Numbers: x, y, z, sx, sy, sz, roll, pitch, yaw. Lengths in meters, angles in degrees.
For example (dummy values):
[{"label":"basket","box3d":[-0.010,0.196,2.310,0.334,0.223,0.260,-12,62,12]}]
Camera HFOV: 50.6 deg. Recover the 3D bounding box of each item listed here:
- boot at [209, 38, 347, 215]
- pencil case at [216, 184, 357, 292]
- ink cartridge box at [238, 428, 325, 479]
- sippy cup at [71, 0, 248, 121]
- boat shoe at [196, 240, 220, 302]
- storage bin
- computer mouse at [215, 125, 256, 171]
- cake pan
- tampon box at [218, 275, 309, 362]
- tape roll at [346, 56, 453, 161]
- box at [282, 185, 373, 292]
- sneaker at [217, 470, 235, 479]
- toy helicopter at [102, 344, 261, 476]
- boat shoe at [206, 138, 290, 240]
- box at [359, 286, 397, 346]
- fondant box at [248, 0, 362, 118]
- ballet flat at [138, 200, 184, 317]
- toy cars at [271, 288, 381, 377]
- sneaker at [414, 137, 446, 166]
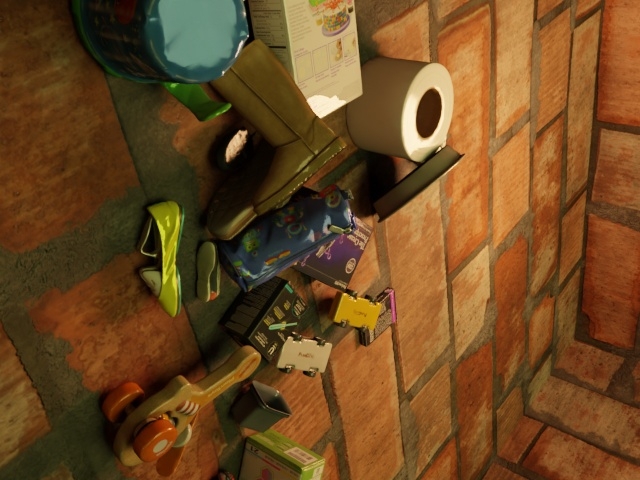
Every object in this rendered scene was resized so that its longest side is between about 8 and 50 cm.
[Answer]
[{"label":"boot","box3d":[-0.115,-0.215,1.308,0.236,0.269,0.089,-42,-179,-12]},{"label":"pencil case","box3d":[-0.063,-0.005,1.429,0.306,0.133,0.119,-28,131,-7]},{"label":"ink cartridge box","box3d":[-0.111,0.634,1.694,0.097,0.189,0.255,0,105,-54]},{"label":"sippy cup","box3d":[-0.232,-0.341,1.041,0.306,0.224,0.240,23,97,-42]},{"label":"boat shoe","box3d":[-0.229,0.063,1.413,0.043,0.049,0.136,-20,123,-51]},{"label":"storage bin","box3d":[-0.150,0.405,1.640,0.091,0.098,0.135,-42,143,6]},{"label":"computer mouse","box3d":[-0.148,-0.228,1.410,0.242,0.041,0.071,-52,139,-35]},{"label":"cake pan","box3d":[0.254,-0.156,1.801,0.293,0.293,0.054,-39,91,-37]},{"label":"tampon box","box3d":[-0.128,0.171,1.545,0.161,0.102,0.120,-55,140,-21]},{"label":"tape roll","box3d":[0.203,-0.332,1.705,0.246,0.169,0.246,-24,123,-45]},{"label":"box","box3d":[0.000,0.000,1.631,0.261,0.103,0.184,29,87,-55]},{"label":"sneaker","box3d":[-0.256,0.680,1.597,0.104,0.125,0.261,98,-7,-74]},{"label":"toy helicopter","box3d":[-0.266,0.344,1.406,0.355,0.140,0.234,-33,146,-32]},{"label":"boat shoe","box3d":[-0.109,-0.114,1.425,0.324,0.123,0.116,-52,134,-23]},{"label":"box","box3d":[0.171,0.228,2.025,0.162,0.029,0.116,-36,131,-40]},{"label":"fondant box","box3d":[-0.026,-0.428,1.404,0.238,0.096,0.330,-39,132,-43]},{"label":"ballet flat","box3d":[-0.307,0.037,1.291,0.077,0.077,0.230,-2,105,-30]},{"label":"toy cars","box3d":[0.007,0.232,1.771,0.394,0.087,0.176,-34,125,-36]},{"label":"sneaker","box3d":[0.314,-0.265,1.955,0.106,0.078,0.234,-53,142,-28]}]
